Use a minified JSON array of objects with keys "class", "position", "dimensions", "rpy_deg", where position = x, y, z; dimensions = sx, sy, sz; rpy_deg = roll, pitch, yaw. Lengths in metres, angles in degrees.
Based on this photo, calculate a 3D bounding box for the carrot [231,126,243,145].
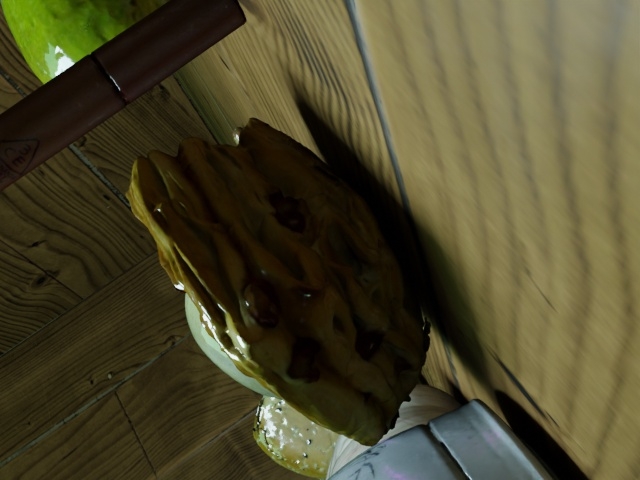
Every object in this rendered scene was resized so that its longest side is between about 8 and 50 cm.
[{"class":"carrot","position":[-0.143,-0.186,1.457],"dimensions":[0.093,0.032,0.032],"rpy_deg":[52,177,-14]}]

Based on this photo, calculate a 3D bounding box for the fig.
[{"class":"fig","position":[-0.303,-0.326,0.909],"dimensions":[0.233,0.233,0.314],"rpy_deg":[49,163,56]}]

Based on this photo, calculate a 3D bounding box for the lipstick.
[{"class":"lipstick","position":[-0.226,-0.115,0.643],"dimensions":[0.057,0.357,0.057],"rpy_deg":[54,176,6]}]

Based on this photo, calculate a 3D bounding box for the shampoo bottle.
[{"class":"shampoo bottle","position":[0.119,0.304,0.655],"dimensions":[0.273,0.266,0.273],"rpy_deg":[51,178,2]}]

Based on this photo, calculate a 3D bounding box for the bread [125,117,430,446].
[{"class":"bread","position":[-0.009,0.033,0.693],"dimensions":[0.277,0.167,0.324],"rpy_deg":[52,-176,36]}]

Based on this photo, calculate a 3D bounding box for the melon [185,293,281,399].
[{"class":"melon","position":[-0.049,0.116,1.165],"dimensions":[0.330,0.268,0.268],"rpy_deg":[34,-176,-21]}]

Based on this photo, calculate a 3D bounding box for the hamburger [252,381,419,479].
[{"class":"hamburger","position":[0.047,0.297,1.379],"dimensions":[0.277,0.317,0.195],"rpy_deg":[22,166,10]}]

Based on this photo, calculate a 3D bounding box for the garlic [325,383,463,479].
[{"class":"garlic","position":[0.124,0.342,0.957],"dimensions":[0.317,0.260,0.317],"rpy_deg":[157,90,-89]}]
